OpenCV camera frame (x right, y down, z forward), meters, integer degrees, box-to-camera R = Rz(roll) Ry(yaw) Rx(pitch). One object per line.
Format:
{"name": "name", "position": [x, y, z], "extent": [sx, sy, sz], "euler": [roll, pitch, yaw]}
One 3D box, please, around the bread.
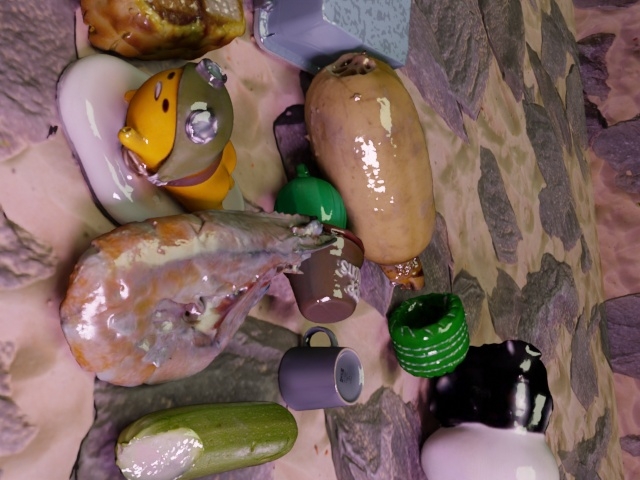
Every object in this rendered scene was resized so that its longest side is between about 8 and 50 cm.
{"name": "bread", "position": [-0.160, -0.291, 0.687], "extent": [0.181, 0.096, 0.223], "euler": [-9, 89, -54]}

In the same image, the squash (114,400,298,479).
{"name": "squash", "position": [-0.100, 0.191, 0.665], "extent": [0.238, 0.069, 0.069], "euler": [15, 69, -55]}

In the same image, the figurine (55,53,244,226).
{"name": "figurine", "position": [-0.112, -0.088, 0.660], "extent": [0.250, 0.141, 0.167], "euler": [40, 49, -44]}

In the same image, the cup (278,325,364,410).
{"name": "cup", "position": [0.004, 0.152, 0.823], "extent": [0.078, 0.077, 0.100], "euler": [23, 62, -52]}

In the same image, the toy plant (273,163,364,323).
{"name": "toy plant", "position": [0.000, 0.000, 0.842], "extent": [0.143, 0.105, 0.201], "euler": [46, 33, -54]}

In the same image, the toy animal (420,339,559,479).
{"name": "toy animal", "position": [0.261, 0.304, 1.067], "extent": [0.212, 0.212, 0.267], "euler": [34, 58, -47]}

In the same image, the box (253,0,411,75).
{"name": "box", "position": [0.020, -0.309, 0.925], "extent": [0.227, 0.130, 0.162], "euler": [12, 80, -49]}

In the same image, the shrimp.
{"name": "shrimp", "position": [-0.098, 0.048, 0.668], "extent": [0.316, 0.062, 0.164], "euler": [-15, 118, -42]}

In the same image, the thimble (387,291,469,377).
{"name": "thimble", "position": [0.165, 0.139, 1.035], "extent": [0.130, 0.118, 0.090], "euler": [-31, 112, -32]}

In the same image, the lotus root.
{"name": "lotus root", "position": [0.074, -0.078, 0.922], "extent": [0.169, 0.151, 0.343], "euler": [-92, 168, -64]}
